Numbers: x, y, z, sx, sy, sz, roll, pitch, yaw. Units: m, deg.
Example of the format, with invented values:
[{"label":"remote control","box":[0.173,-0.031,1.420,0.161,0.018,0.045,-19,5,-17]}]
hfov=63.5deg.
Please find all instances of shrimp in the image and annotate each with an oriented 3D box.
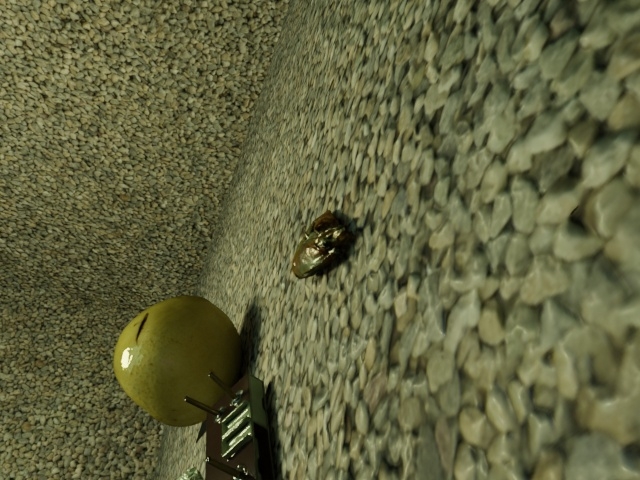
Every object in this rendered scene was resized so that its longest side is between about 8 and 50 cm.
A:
[{"label":"shrimp","box":[-0.002,-0.001,0.796,0.217,0.051,0.115,148,136,-71]}]

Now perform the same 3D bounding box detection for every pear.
[{"label":"pear","box":[-0.332,0.285,1.248,0.309,0.309,0.309,-166,90,-74]}]

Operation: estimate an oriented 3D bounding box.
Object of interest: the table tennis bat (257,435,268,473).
[{"label":"table tennis bat","box":[-0.138,0.386,0.884,0.156,0.013,0.087,-35,33,34]}]

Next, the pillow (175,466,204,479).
[{"label":"pillow","box":[-0.346,0.709,1.199,0.283,0.138,0.310,-42,40,44]}]

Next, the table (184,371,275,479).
[{"label":"table","box":[-0.164,0.329,0.859,0.121,0.111,0.240,-45,26,12]}]

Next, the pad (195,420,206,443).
[{"label":"pad","box":[-0.297,0.460,1.407,0.112,0.003,0.157,-54,15,30]}]
